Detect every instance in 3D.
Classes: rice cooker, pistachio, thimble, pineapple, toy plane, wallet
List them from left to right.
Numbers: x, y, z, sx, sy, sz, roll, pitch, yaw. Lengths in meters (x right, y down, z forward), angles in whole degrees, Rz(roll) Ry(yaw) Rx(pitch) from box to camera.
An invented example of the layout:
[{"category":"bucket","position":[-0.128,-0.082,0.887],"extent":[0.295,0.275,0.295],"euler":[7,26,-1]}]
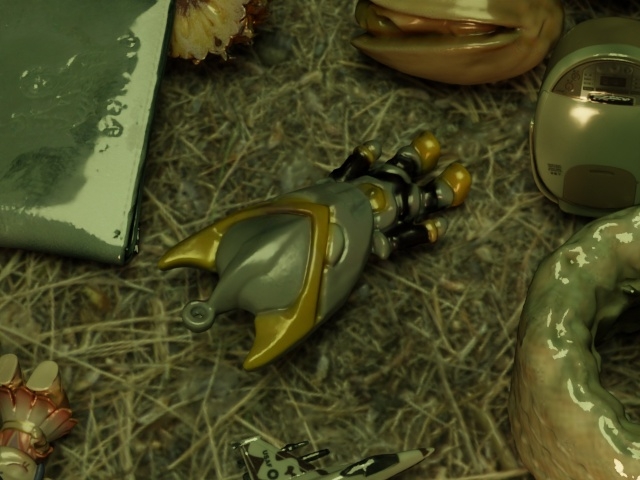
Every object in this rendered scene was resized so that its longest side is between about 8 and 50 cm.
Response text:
[{"category":"wallet","position":[-0.283,-0.123,1.945],"extent":[0.251,0.054,0.290],"euler":[8,74,12]},{"category":"pineapple","position":[-0.108,-0.272,2.006],"extent":[0.176,0.137,0.161],"euler":[26,112,23]},{"category":"toy plane","position":[-0.010,0.235,1.763],"extent":[0.234,0.082,0.160],"euler":[-11,52,-18]},{"category":"pistachio","position":[0.136,-0.225,1.950],"extent":[0.215,0.144,0.144],"euler":[6,64,14]},{"category":"rice cooker","position":[0.273,-0.116,1.849],"extent":[0.145,0.206,0.127],"euler":[7,48,8]},{"category":"thimble","position":[0.314,0.119,1.726],"extent":[0.291,0.195,0.291],"euler":[0,64,-1]}]

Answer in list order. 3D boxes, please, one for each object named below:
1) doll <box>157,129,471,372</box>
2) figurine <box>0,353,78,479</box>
[{"category":"doll","position":[0.003,0.003,1.860],"extent":[0.316,0.103,0.145],"euler":[-30,88,-23]},{"category":"figurine","position":[-0.278,0.213,1.775],"extent":[0.111,0.102,0.195],"euler":[9,60,22]}]
